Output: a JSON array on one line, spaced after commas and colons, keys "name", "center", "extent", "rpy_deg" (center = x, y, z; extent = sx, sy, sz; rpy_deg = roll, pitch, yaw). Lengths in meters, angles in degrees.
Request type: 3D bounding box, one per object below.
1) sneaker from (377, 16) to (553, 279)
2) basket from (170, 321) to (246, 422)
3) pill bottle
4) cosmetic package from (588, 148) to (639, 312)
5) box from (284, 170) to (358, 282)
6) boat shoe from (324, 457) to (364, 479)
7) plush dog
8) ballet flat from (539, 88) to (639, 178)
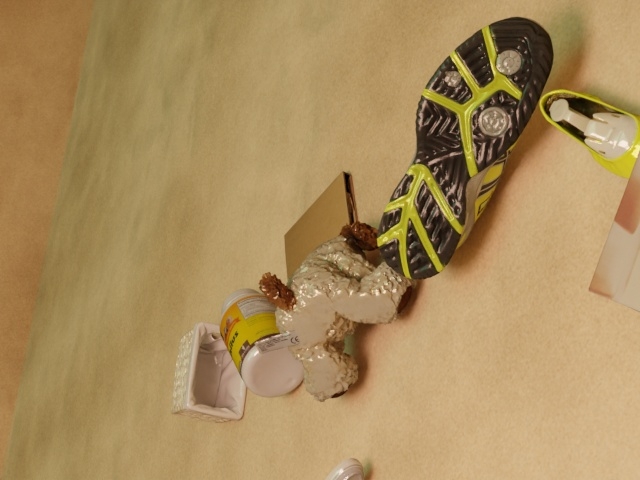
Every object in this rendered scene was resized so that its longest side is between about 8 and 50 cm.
[{"name": "sneaker", "center": [0.194, -0.134, 1.631], "extent": [0.385, 0.145, 0.147], "rpy_deg": [-62, -10, 22]}, {"name": "basket", "center": [-0.204, 0.249, 2.200], "extent": [0.103, 0.113, 0.167], "rpy_deg": [-31, 48, 57]}, {"name": "pill bottle", "center": [-0.105, 0.169, 2.054], "extent": [0.117, 0.117, 0.215], "rpy_deg": [-64, 29, 16]}, {"name": "cosmetic package", "center": [0.409, -0.054, 1.207], "extent": [0.129, 0.153, 0.296], "rpy_deg": [27, 97, 61]}, {"name": "box", "center": [0.000, 0.000, 2.063], "extent": [0.201, 0.021, 0.164], "rpy_deg": [-47, 37, 40]}, {"name": "boat shoe", "center": [0.025, 0.408, 1.739], "extent": [0.063, 0.066, 0.184], "rpy_deg": [42, 111, 49]}, {"name": "plush dog", "center": [0.010, 0.083, 1.852], "extent": [0.262, 0.210, 0.225], "rpy_deg": [-59, 4, 21]}, {"name": "ballet flat", "center": [0.341, -0.135, 1.454], "extent": [0.077, 0.077, 0.231], "rpy_deg": [-64, 29, 12]}]
